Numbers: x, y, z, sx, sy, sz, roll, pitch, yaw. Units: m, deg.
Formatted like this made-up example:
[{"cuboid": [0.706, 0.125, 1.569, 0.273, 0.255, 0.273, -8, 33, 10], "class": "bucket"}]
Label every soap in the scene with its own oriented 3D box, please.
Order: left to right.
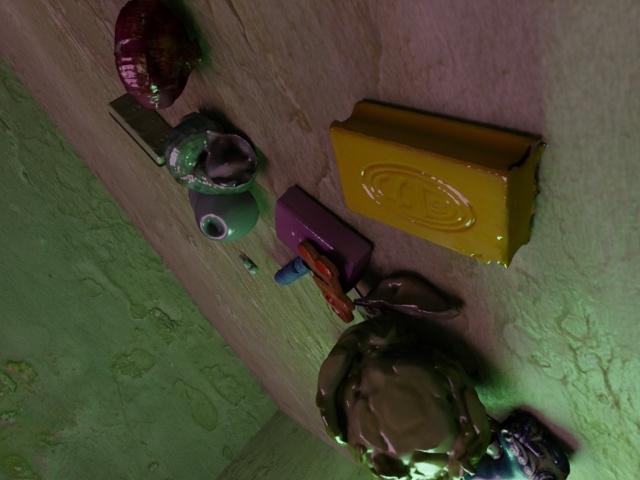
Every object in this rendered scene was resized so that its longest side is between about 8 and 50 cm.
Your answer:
[{"cuboid": [-0.001, 0.001, 1.178, 0.259, 0.081, 0.181, 39, 154, 16], "class": "soap"}, {"cuboid": [0.174, -0.093, 0.752, 0.325, 0.096, 0.204, 25, 147, 38], "class": "soap"}]

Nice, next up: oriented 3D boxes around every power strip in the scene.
[{"cuboid": [-0.552, -0.357, 1.476, 0.256, 0.105, 0.070, 46, 153, 2], "class": "power strip"}]

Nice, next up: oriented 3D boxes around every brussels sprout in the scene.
[{"cuboid": [0.190, 0.402, 1.166, 0.425, 0.342, 0.361, 43, 167, 10], "class": "brussels sprout"}]

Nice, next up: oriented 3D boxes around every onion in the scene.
[{"cuboid": [-0.339, -0.400, 1.019, 0.164, 0.229, 0.230, 8, 151, -4], "class": "onion"}]

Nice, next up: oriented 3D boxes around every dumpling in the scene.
[{"cuboid": [0.166, 0.129, 1.104, 0.166, 0.085, 0.332, 21, 164, -24], "class": "dumpling"}]

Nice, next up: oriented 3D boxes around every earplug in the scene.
[{"cuboid": [-0.303, -0.090, 1.404, 0.214, 0.175, 0.326, 52, 166, -21], "class": "earplug"}]

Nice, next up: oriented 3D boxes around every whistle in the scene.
[{"cuboid": [-0.275, 0.094, 1.793, 0.100, 0.035, 0.035, 45, 155, 7], "class": "whistle"}, {"cuboid": [-0.078, 0.093, 1.456, 0.062, 0.062, 0.304, 48, 155, -3], "class": "whistle"}]

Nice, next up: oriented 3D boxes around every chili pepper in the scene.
[{"cuboid": [0.472, 0.515, 1.247, 0.208, 0.048, 0.043, 28, -173, 24], "class": "chili pepper"}]

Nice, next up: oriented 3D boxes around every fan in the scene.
[{"cuboid": [0.139, 0.197, 1.334, 0.226, 0.008, 0.153, 53, 155, -16], "class": "fan"}]

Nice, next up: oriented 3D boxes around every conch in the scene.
[{"cuboid": [-0.291, -0.224, 1.207, 0.195, 0.220, 0.277, 20, -143, -61], "class": "conch"}]

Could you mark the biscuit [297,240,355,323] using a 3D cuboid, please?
[{"cuboid": [0.022, 0.119, 1.146, 0.165, 0.036, 0.250, 39, 159, 48], "class": "biscuit"}]

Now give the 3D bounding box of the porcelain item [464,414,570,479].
[{"cuboid": [0.460, 0.547, 1.160, 0.186, 0.138, 0.288, 54, 137, 9], "class": "porcelain item"}]
